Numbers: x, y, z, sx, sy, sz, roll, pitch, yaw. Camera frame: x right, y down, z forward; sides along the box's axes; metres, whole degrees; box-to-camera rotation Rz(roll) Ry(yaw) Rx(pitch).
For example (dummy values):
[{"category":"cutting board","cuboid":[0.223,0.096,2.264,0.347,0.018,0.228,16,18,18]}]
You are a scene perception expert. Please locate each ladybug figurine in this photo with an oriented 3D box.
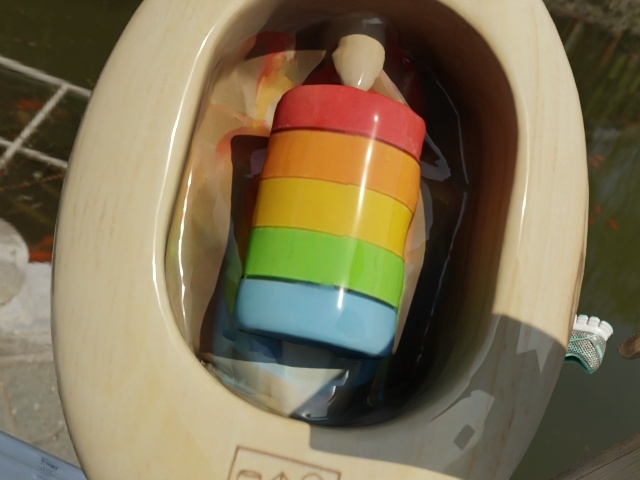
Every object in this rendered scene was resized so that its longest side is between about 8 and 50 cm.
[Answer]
[{"category":"ladybug figurine","cuboid":[0.000,0.000,0.517,0.305,0.449,0.162,17,-14,-7]}]

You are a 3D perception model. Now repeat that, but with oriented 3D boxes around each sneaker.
[{"category":"sneaker","cuboid":[0.291,0.131,1.083,0.166,0.076,0.065,6,-18,21]}]

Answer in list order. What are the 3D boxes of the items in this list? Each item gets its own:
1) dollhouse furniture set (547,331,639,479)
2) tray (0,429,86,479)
[{"category":"dollhouse furniture set","cuboid":[0.247,0.157,0.519,0.242,0.161,0.212,1,55,-48]},{"category":"tray","cuboid":[-0.302,0.276,0.886,0.270,0.030,0.145,35,24,-24]}]
